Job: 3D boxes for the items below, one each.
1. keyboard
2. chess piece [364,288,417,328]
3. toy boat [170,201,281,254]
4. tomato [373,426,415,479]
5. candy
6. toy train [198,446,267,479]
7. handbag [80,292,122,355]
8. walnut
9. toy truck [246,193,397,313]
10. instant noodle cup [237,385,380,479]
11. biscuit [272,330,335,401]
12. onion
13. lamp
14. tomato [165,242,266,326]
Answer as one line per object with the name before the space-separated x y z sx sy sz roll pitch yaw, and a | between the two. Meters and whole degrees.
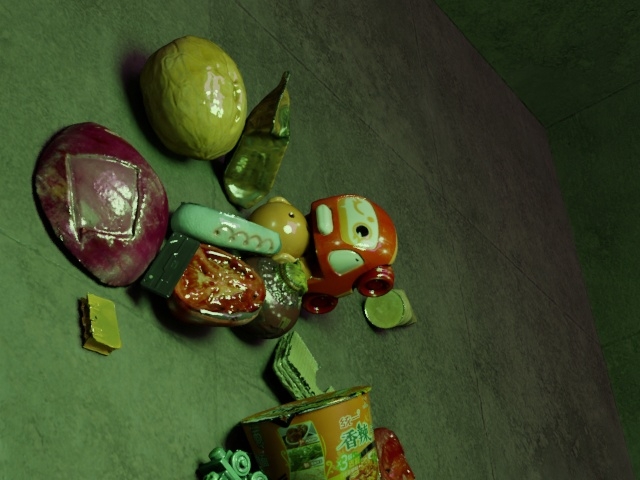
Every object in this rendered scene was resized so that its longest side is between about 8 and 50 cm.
keyboard | -0.240 0.038 1.879 0.053 0.010 0.155 24 37 1
chess piece | 0.165 0.149 2.577 0.090 0.090 0.200 68 15 10
toy boat | -0.170 -0.006 2.034 0.207 0.134 0.079 20 85 -44
tomato | 0.097 0.459 2.067 0.200 0.139 0.233 30 37 -63
candy | -0.110 -0.181 2.180 0.101 0.271 0.143 17 45 -11
toy train | -0.124 0.400 1.797 0.170 0.071 0.111 55 34 -16
handbag | -0.325 0.123 1.726 0.061 0.027 0.083 27 41 -51
walnut | -0.224 -0.250 2.095 0.195 0.195 0.222 6 67 -60
toy truck | 0.000 0.000 2.201 0.239 0.264 0.189 51 25 -47
instant noodle cup | -0.006 0.352 1.910 0.230 0.230 0.182 -9 84 -63
biscuit | -0.003 0.287 2.125 0.250 0.046 0.147 56 12 -13
onion | -0.319 -0.065 1.826 0.250 0.111 0.247 56 25 -19
lamp | -0.092 0.092 2.066 0.156 0.135 0.157 47 30 -26
tomato | -0.181 0.094 1.935 0.174 0.082 0.166 23 37 -19
